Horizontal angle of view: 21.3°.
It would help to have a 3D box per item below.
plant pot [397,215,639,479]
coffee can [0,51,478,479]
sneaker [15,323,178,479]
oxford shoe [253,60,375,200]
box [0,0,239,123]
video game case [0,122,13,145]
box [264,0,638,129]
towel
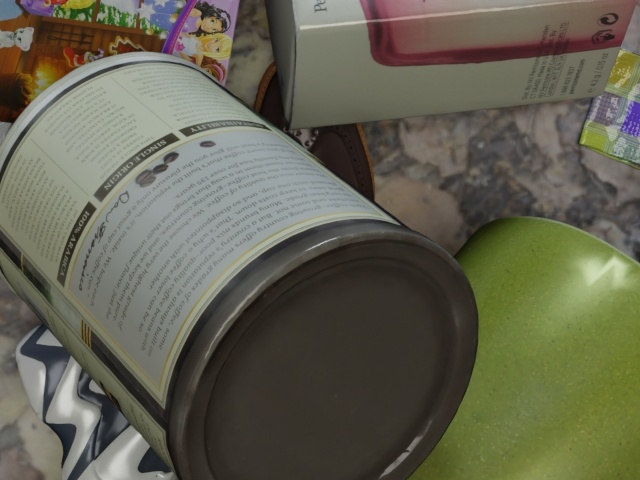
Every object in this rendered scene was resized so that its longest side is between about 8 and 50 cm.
[{"bbox_3d":[0.100,0.178,1.127,0.293,0.274,0.275,-39,102,-25],"label":"plant pot"},{"bbox_3d":[-0.064,0.025,1.054,0.201,0.275,0.202,-18,126,-27],"label":"coffee can"},{"bbox_3d":[-0.107,0.150,1.233,0.153,0.094,0.235,-21,90,4],"label":"sneaker"},{"bbox_3d":[0.000,0.000,1.227,0.096,0.098,0.271,-6,98,-7],"label":"oxford shoe"},{"bbox_3d":[-0.147,-0.215,1.134,0.200,0.057,0.293,6,115,-9],"label":"box"},{"bbox_3d":[-0.307,-0.068,1.214,0.183,0.023,0.201,19,93,-10],"label":"video game case"},{"bbox_3d":[0.081,-0.180,1.174,0.232,0.127,0.149,-7,64,-8],"label":"box"},{"bbox_3d":[0.235,-0.102,1.292,0.060,0.009,0.083,21,94,-11],"label":"towel"}]
